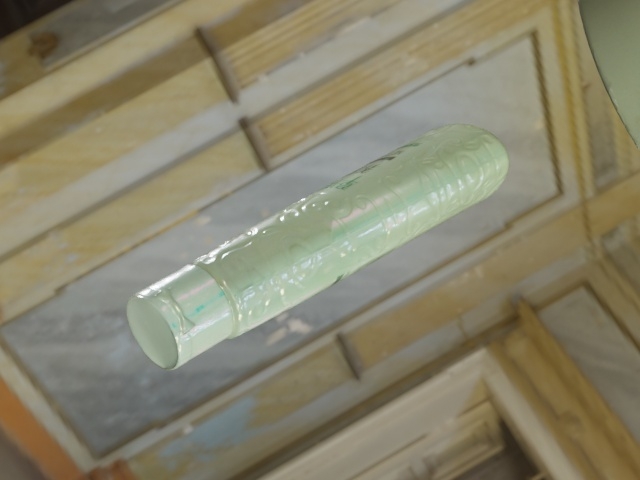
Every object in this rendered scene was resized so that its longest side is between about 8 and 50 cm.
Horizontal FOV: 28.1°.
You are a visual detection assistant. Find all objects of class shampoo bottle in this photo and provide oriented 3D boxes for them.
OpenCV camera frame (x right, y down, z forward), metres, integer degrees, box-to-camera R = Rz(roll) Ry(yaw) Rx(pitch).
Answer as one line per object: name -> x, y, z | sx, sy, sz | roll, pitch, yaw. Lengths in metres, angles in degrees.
shampoo bottle -> 0.000, 0.000, 0.567 | 0.069, 0.191, 0.041 | -5, -70, 54

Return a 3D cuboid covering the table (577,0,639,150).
table -> 0.223, -0.111, 0.486 | 0.126, 0.220, 0.126 | 33, 45, -41
